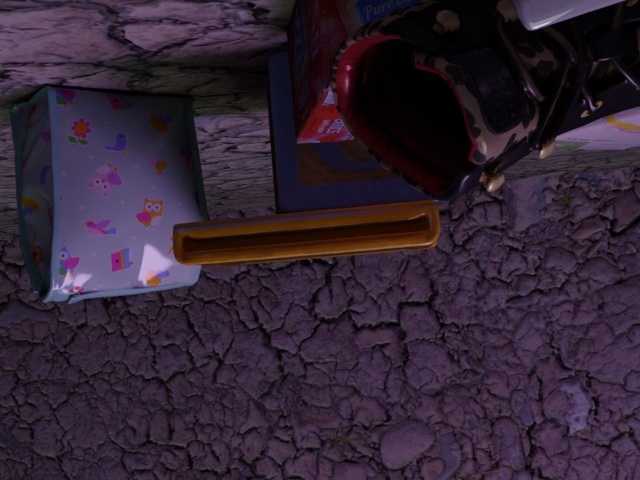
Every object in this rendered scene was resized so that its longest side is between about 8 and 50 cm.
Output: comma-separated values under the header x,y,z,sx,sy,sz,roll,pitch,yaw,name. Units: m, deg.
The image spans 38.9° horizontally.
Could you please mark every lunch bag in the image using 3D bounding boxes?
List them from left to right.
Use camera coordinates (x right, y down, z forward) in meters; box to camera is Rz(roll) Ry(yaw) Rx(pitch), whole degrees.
x,y,z,sx,sy,sz,roll,pitch,yaw,name
-0.273,-0.054,1.183,0.223,0.262,0.160,-4,177,-39,lunch bag

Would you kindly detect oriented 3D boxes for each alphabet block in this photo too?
x,y,z,sx,sy,sz,roll,pitch,yaw,name
0.036,-0.123,1.105,0.193,0.192,0.197,-3,176,-4,alphabet block

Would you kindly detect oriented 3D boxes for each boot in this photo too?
x,y,z,sx,sy,sz,roll,pitch,yaw,name
0.194,-0.124,0.544,0.284,0.138,0.377,-27,-156,-17,boot

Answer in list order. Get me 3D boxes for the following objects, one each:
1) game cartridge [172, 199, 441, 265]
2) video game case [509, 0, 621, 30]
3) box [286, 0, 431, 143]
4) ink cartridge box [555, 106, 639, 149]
x,y,z,sx,sy,sz,roll,pitch,yaw,name
0.000,0.000,1.100,0.285,0.053,0.323,-5,176,6,game cartridge
0.188,-0.182,0.482,0.201,0.023,0.183,-16,-148,10,video game case
0.044,-0.169,0.823,0.128,0.123,0.257,-4,177,-7,box
0.412,-0.190,1.058,0.207,0.119,0.353,-3,177,-28,ink cartridge box
